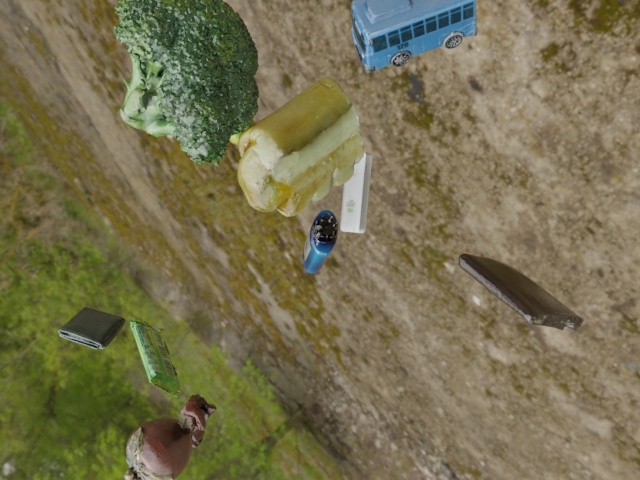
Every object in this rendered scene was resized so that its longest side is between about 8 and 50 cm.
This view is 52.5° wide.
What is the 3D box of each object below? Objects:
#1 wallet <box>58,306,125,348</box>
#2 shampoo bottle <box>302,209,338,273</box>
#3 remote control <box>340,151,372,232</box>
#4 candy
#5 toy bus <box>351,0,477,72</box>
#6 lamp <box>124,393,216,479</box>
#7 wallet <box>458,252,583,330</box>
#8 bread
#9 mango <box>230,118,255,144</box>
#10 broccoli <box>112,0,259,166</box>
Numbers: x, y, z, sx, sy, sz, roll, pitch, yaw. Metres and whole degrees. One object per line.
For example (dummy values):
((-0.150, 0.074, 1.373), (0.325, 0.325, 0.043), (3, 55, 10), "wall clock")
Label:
((-0.421, 0.164, 1.204), (0.088, 0.026, 0.129), (17, -167, -3), "wallet")
((0.000, 0.000, 1.215), (0.050, 0.087, 0.183), (10, 162, -5), "shampoo bottle")
((0.110, -0.150, 2.019), (0.103, 0.034, 0.250), (6, 91, 55), "remote control")
((-0.361, 0.255, 1.418), (0.102, 0.032, 0.178), (40, -164, -56), "candy")
((0.176, -0.432, 1.258), (0.133, 0.234, 0.116), (64, -172, -65), "toy bus")
((-0.370, 0.476, 1.538), (0.151, 0.223, 0.215), (32, 135, 1), "lamp")
((0.404, 0.107, 1.323), (0.182, 0.049, 0.229), (13, -160, -36), "wallet")
((-0.069, -0.224, 1.633), (0.210, 0.341, 0.300), (47, 173, 27), "bread")
((-0.234, -0.323, 1.695), (0.163, 0.089, 0.117), (52, 180, 12), "mango")
((-0.207, -0.259, 0.997), (0.269, 0.261, 0.241), (29, 137, -35), "broccoli")
